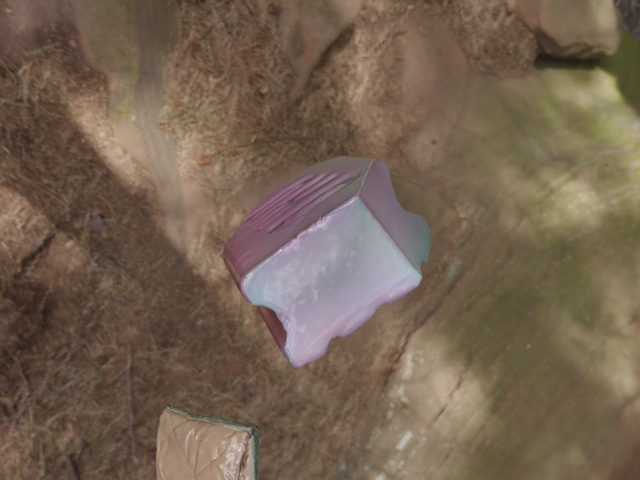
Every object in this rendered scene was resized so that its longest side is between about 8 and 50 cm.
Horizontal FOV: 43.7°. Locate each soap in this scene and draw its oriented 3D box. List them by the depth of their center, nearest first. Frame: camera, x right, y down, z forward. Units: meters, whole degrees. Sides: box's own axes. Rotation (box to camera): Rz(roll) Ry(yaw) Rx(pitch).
[{"bbox_3d":[0.000,0.000,0.838,0.193,0.324,0.109,-34,102,-5],"label":"soap"}]

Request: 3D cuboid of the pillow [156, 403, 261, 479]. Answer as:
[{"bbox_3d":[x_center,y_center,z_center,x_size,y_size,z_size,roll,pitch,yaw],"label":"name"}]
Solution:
[{"bbox_3d":[-0.113,0.284,0.805,0.043,0.126,0.232,-16,108,-53],"label":"pillow"}]
